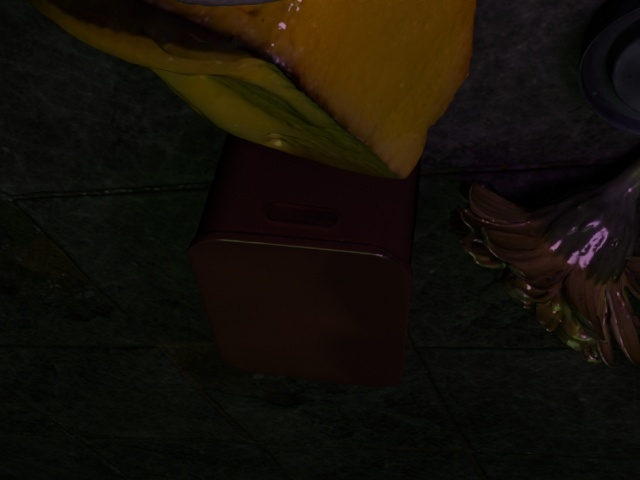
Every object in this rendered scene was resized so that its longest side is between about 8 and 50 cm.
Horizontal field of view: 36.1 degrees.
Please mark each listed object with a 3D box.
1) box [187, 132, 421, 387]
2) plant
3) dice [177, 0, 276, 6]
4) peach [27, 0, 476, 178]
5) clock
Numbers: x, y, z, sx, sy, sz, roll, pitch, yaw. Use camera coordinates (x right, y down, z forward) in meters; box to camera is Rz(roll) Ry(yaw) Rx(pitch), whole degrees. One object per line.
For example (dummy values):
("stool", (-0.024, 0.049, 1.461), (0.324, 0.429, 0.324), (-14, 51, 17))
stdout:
("box", (0.000, 0.000, 1.194), (0.239, 0.229, 0.339), (7, 150, 7))
("plant", (0.289, -0.018, 1.172), (0.261, 0.297, 0.306), (18, -158, 34))
("dice", (-0.068, -0.338, 0.544), (0.304, 0.304, 0.277), (20, 151, -2))
("peach", (-0.059, -0.224, 0.828), (0.306, 0.242, 0.380), (21, 179, 36))
("clock", (0.364, -0.178, 0.967), (0.215, 0.042, 0.215), (7, 149, 4))
